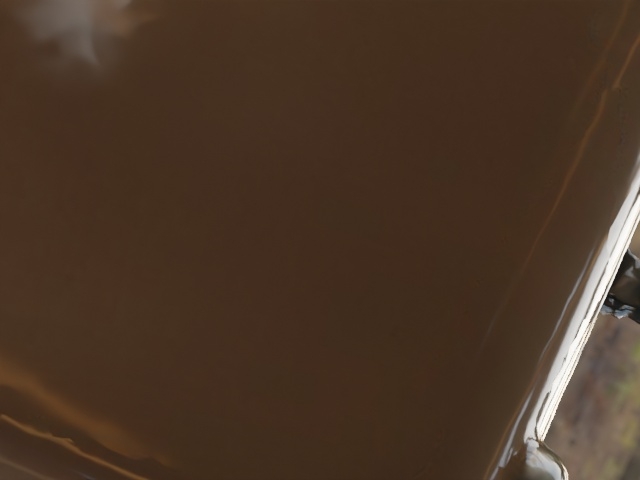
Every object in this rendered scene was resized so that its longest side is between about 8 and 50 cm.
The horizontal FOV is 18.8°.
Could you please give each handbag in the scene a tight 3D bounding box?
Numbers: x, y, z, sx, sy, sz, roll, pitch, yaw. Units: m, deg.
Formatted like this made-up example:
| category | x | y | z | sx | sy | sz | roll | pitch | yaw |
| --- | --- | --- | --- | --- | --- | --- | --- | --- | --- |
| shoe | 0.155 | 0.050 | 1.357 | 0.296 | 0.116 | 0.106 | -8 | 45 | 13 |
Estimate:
| category | x | y | z | sx | sy | sz | roll | pitch | yaw |
| --- | --- | --- | --- | --- | --- | --- | --- | --- | --- |
| handbag | 0.000 | 0.000 | 0.546 | 0.302 | 0.283 | 0.149 | -62 | -179 | -33 |
